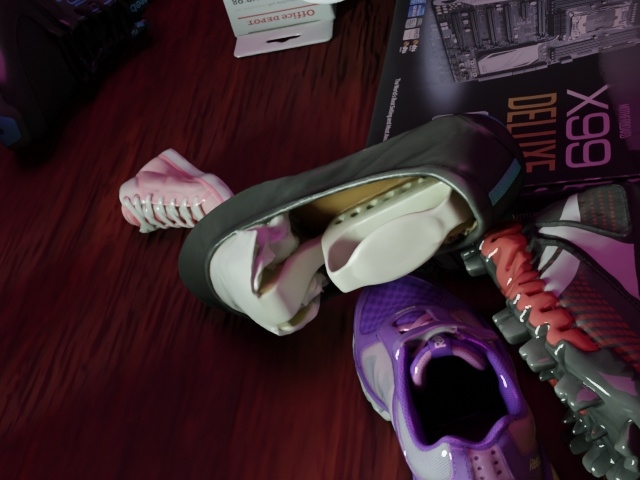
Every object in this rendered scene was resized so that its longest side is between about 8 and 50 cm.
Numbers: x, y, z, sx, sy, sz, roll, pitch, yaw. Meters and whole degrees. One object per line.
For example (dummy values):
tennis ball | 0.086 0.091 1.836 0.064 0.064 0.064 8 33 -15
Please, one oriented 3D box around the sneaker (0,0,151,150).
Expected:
sneaker | -0.246 -0.219 1.136 0.140 0.125 0.340 -5 43 8

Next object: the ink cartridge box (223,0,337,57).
ink cartridge box | -0.038 -0.262 1.155 0.104 0.060 0.180 -9 40 11

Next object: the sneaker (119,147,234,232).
sneaker | -0.113 -0.024 0.915 0.070 0.051 0.134 -35 39 -18

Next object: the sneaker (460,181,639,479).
sneaker | 0.165 0.033 0.635 0.135 0.097 0.276 -28 15 6

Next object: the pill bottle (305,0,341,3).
pill bottle | 0.056 -0.324 1.061 0.169 0.169 0.301 5 30 26

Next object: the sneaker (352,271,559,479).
sneaker | 0.072 0.080 0.677 0.095 0.104 0.236 -22 36 0

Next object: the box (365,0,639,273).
box | 0.168 -0.107 0.880 0.242 0.076 0.307 -5 40 17

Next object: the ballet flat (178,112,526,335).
ballet flat | 0.000 0.000 0.743 0.280 0.095 0.096 -26 25 33

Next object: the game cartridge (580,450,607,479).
game cartridge | 0.342 0.110 0.581 0.285 0.052 0.324 -33 42 -17
